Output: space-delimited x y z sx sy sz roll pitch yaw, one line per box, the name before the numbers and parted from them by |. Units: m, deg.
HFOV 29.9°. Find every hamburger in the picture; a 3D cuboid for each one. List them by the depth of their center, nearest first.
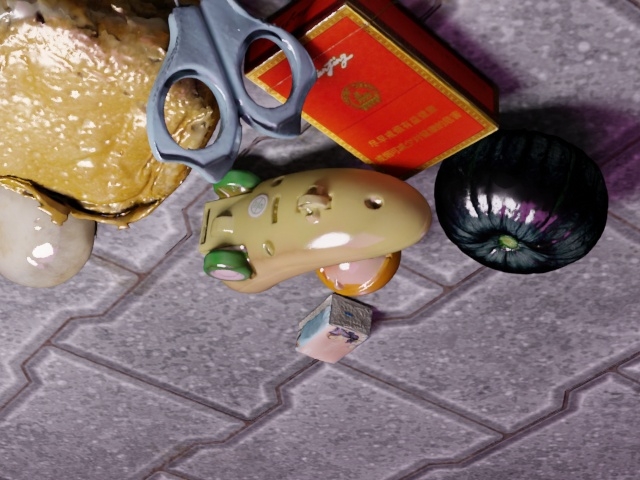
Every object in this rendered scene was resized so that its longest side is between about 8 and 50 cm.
hamburger | -0.249 -0.158 1.218 0.319 0.158 0.318 -1 133 -1

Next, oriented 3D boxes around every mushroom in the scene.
mushroom | -0.339 -0.019 1.457 0.154 0.122 0.154 4 103 18

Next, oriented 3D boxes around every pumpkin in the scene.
pumpkin | 0.224 -0.046 1.344 0.202 0.140 0.202 15 152 8

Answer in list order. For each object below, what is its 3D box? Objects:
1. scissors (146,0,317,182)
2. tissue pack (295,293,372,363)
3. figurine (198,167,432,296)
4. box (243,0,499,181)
scissors | -0.120 -0.236 1.102 0.029 0.191 0.360 15 130 56
tissue pack | 0.017 0.124 1.655 0.074 0.058 0.094 21 140 -23
figurine | 0.000 0.000 1.412 0.325 0.124 0.222 -11 153 39
box | 0.056 -0.168 1.264 0.240 0.074 0.153 33 139 -33
